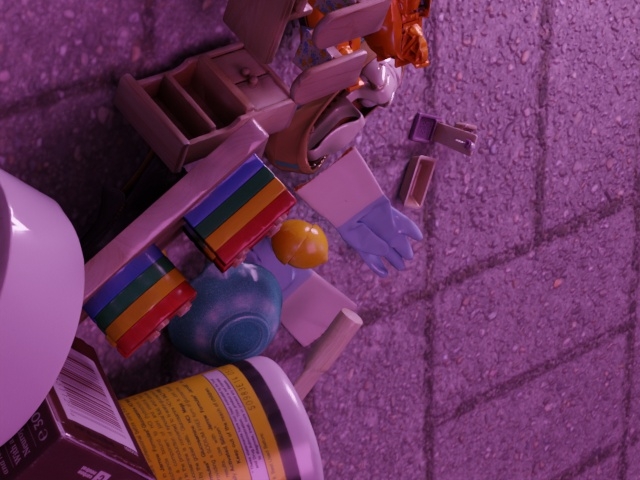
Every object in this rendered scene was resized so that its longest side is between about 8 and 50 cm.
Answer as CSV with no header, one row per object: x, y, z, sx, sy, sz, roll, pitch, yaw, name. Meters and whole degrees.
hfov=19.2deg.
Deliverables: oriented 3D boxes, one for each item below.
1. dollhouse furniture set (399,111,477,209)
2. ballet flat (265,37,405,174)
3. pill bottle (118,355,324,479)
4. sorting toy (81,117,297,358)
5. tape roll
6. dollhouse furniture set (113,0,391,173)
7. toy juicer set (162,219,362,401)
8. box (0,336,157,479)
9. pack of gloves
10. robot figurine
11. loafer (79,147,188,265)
0.155,-0.083,2.245,0.091,0.081,0.114,9,102,-46,dollhouse furniture set
0.038,-0.152,2.106,0.232,0.073,0.080,-46,134,-19,ballet flat
-0.180,0.254,1.967,0.334,0.188,0.188,-17,121,-18,pill bottle
-0.135,0.014,1.814,0.255,0.257,0.089,-42,90,-6,sorting toy
-0.347,0.063,1.680,0.100,0.286,0.286,35,83,-47,tape roll
-0.086,-0.205,1.868,0.161,0.212,0.242,-23,150,-37,dollhouse furniture set
-0.072,0.062,2.069,0.209,0.089,0.329,-39,132,3,toy juicer set
-0.353,0.257,1.741,0.381,0.191,0.143,-44,137,11,box
0.000,0.000,2.145,0.195,0.046,0.232,-38,140,3,pack of gloves
0.048,-0.313,1.981,0.211,0.085,0.291,-23,122,-37,robot figurine
-0.208,-0.031,1.945,0.170,0.062,0.061,-44,111,-26,loafer
